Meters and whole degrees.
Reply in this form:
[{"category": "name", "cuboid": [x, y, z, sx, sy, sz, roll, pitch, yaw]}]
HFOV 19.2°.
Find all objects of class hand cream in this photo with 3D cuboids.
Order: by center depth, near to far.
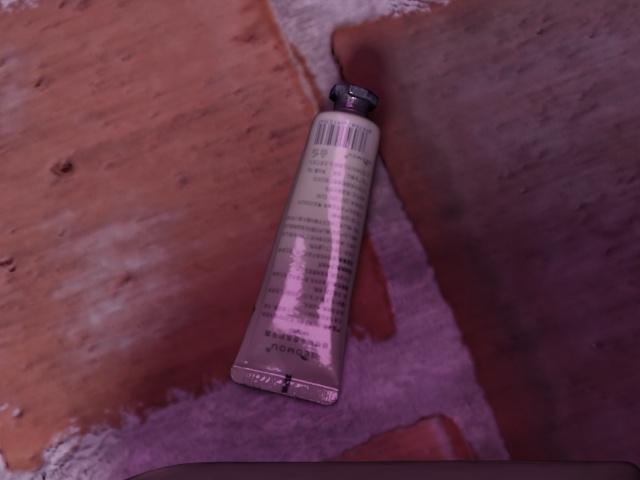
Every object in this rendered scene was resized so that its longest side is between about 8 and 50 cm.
[{"category": "hand cream", "cuboid": [0.000, 0.000, 1.371, 0.080, 0.050, 0.234, 11, 74, 10]}]

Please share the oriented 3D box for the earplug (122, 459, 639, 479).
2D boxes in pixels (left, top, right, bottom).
[{"category": "earplug", "cuboid": [-0.003, 0.278, 1.111, 0.394, 0.313, 0.313, 1, 68, 7]}]
